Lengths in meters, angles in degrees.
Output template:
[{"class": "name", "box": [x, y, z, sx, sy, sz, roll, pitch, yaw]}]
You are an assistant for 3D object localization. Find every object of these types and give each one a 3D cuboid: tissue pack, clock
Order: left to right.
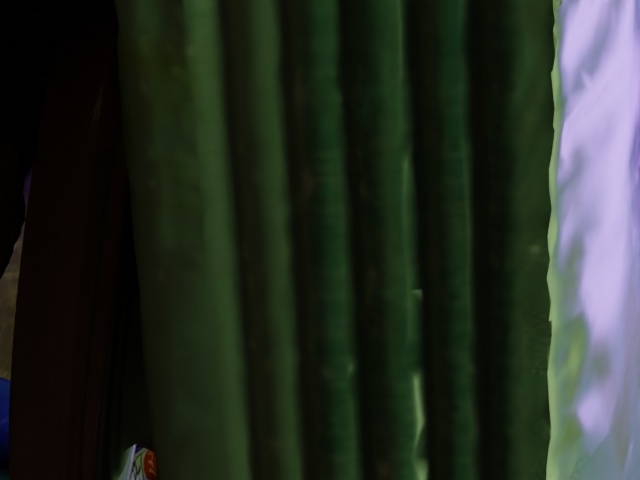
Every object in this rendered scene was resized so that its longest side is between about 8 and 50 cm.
[{"class": "clock", "box": [-0.073, 0.007, 0.758, 0.244, 0.056, 0.244, -174, -90, -89]}, {"class": "tissue pack", "box": [0.044, -0.056, 0.696, 0.287, 0.162, 0.388, -53, 144, -60]}]

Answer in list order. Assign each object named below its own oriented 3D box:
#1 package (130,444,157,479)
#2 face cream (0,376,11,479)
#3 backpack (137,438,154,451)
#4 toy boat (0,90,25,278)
[{"class": "package", "box": [-0.175, 0.197, 1.375, 0.269, 0.071, 0.194, -33, 153, -52]}, {"class": "face cream", "box": [-0.198, 0.187, 0.871, 0.264, 0.083, 0.149, -61, 171, 15]}, {"class": "backpack", "box": [0.000, 0.000, 1.143, 0.317, 0.197, 0.283, -62, 177, 31]}, {"class": "toy boat", "box": [-0.141, 0.014, 0.665, 0.047, 0.049, 0.149, 36, 76, -43]}]
